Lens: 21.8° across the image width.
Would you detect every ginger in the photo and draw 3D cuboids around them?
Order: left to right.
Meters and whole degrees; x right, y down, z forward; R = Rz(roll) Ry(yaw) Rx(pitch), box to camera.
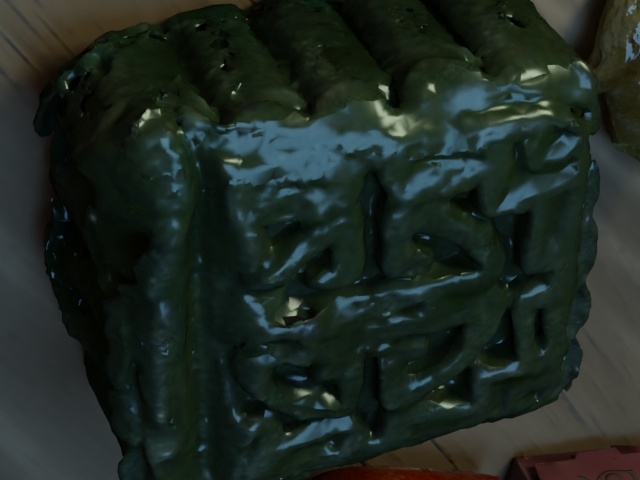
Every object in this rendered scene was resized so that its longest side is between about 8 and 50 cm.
[{"bbox_3d":[0.171,-0.080,0.876,0.057,0.044,0.137,-10,129,20],"label":"ginger"}]

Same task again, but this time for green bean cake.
[{"bbox_3d":[0.000,0.000,0.798,0.255,0.132,0.241,-13,133,-17],"label":"green bean cake"}]

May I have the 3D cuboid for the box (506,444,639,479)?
[{"bbox_3d":[0.162,0.205,1.080,0.111,0.060,0.156,-2,125,-23],"label":"box"}]

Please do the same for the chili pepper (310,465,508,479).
[{"bbox_3d":[0.024,0.175,0.975,0.192,0.084,0.086,5,90,-32],"label":"chili pepper"}]
